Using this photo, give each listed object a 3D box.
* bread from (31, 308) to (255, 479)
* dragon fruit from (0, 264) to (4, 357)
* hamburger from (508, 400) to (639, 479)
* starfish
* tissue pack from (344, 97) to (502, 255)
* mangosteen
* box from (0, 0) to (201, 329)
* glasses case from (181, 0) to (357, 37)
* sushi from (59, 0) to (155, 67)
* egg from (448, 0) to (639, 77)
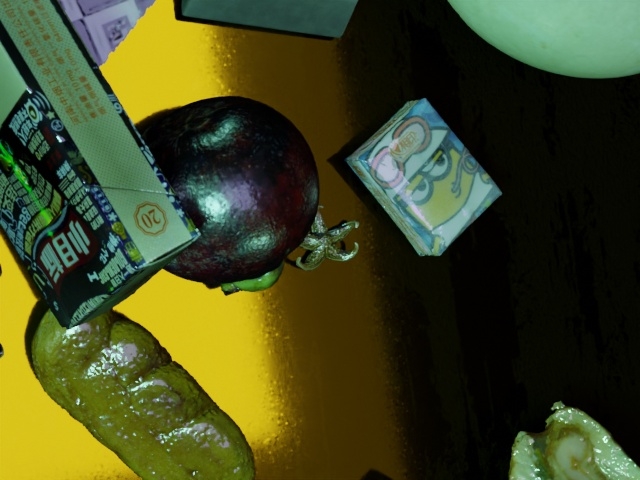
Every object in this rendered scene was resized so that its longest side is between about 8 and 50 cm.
[{"bbox_3d":[-0.175,0.191,1.305,0.124,0.084,0.344,-42,107,11],"label":"bread"},{"bbox_3d":[-0.406,0.057,1.154,0.274,0.193,0.192,41,95,-6],"label":"dragon fruit"},{"bbox_3d":[0.356,0.372,1.445,0.162,0.209,0.330,-40,68,-4],"label":"hamburger"},{"bbox_3d":[0.000,0.000,1.383,0.091,0.028,0.078,20,81,-17],"label":"starfish"},{"bbox_3d":[0.121,-0.073,1.401,0.115,0.065,0.155,-44,106,-13],"label":"tissue pack"},{"bbox_3d":[-0.098,-0.040,1.249,0.216,0.216,0.216,-1,94,-19],"label":"mangosteen"},{"bbox_3d":[-0.263,-0.085,1.158,0.084,0.198,0.310,-30,88,-38],"label":"box"},{"bbox_3d":[-0.055,-0.270,1.326,0.190,0.072,0.042,4,50,-21],"label":"glasses case"},{"bbox_3d":[-0.281,-0.344,1.227,0.292,0.059,0.294,41,87,-14],"label":"sushi"},{"bbox_3d":[0.274,-0.335,1.328,0.336,0.278,0.278,24,85,-19],"label":"egg"}]
